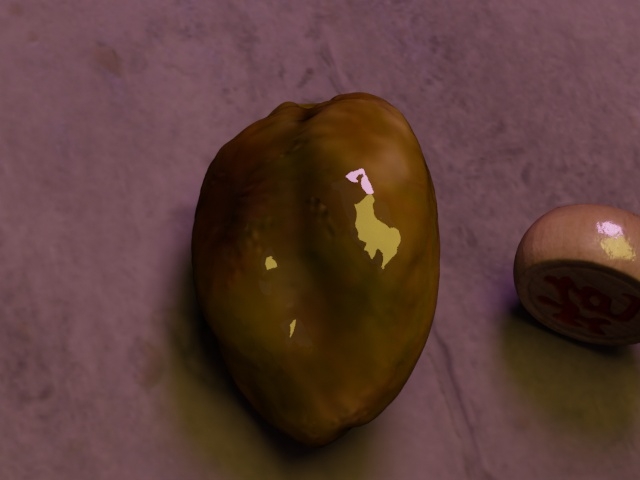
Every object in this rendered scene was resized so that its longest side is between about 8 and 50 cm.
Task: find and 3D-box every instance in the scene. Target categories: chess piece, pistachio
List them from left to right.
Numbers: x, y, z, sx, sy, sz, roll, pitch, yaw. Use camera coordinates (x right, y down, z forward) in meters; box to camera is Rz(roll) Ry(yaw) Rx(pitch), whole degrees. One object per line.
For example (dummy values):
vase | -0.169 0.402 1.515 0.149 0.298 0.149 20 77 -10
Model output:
pistachio | 0.002 0.000 0.821 0.100 0.110 0.189 35 48 -35
chess piece | 0.136 0.017 0.867 0.084 0.083 0.038 24 61 -3
